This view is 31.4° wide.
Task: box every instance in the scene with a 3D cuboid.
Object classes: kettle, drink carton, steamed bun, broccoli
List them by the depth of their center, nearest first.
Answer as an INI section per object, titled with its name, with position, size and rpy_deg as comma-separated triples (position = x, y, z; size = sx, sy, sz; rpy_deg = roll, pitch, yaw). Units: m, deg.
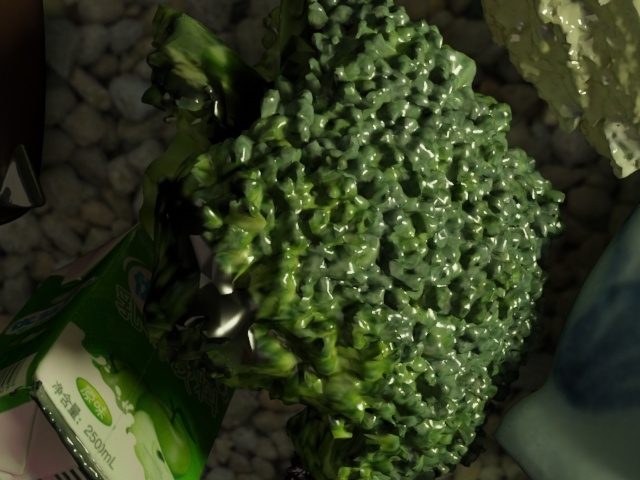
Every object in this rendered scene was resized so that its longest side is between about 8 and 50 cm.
[steamed bun]
position = 0.173, -0.166, 0.739
size = 0.170, 0.200, 0.225
rpy_deg = 6, 120, 46
[broccoli]
position = 0.012, -0.005, 0.762
size = 0.318, 0.338, 0.277
rpy_deg = 36, 81, 14
[drink carton]
position = -0.154, 0.117, 0.819
size = 0.108, 0.271, 0.161
rpy_deg = -27, 107, 18
[kettle]
position = -0.288, -0.123, 0.820
size = 0.202, 0.144, 0.232
rpy_deg = 11, 115, 22

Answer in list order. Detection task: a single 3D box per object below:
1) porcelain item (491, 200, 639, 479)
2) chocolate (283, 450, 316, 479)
[porcelain item]
position = 0.309, 0.037, 0.750
size = 0.405, 0.242, 0.178
rpy_deg = -48, 140, 6
[chocolate]
position = 0.053, 0.227, 0.967
size = 0.183, 0.028, 0.086
rpy_deg = 15, 113, -12
